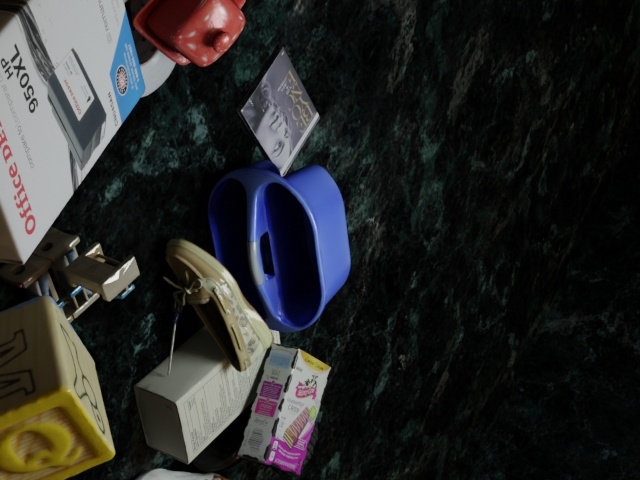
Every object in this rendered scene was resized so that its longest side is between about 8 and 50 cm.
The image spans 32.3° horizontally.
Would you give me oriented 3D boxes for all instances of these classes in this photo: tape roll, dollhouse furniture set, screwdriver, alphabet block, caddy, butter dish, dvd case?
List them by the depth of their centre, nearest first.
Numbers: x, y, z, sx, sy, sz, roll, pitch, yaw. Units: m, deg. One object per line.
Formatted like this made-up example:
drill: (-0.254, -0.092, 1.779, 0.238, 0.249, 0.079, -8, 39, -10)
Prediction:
alphabet block: (-0.436, 0.233, 1.628, 0.193, 0.197, 0.192, -24, 135, -2)
dollhouse furniture set: (-0.383, 0.086, 1.719, 0.129, 0.183, 0.129, -46, 140, -37)
butter dish: (-0.180, -0.337, 1.727, 0.160, 0.118, 0.160, -45, 149, 5)
tape roll: (-0.310, -0.335, 1.737, 0.219, 0.072, 0.219, -33, 132, -48)
screwdriver: (-0.276, 0.167, 2.060, 0.024, 0.025, 0.170, 156, -53, -74)
caddy: (-0.085, 0.008, 2.097, 0.179, 0.241, 0.341, -42, 131, -51)
dvd case: (-0.079, -0.251, 2.198, 0.164, 0.018, 0.221, -60, 147, -21)

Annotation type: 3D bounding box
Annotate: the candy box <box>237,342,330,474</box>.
candy box: (-0.069, 0.339, 2.215, 0.159, 0.071, 0.233, 38, 64, -58)

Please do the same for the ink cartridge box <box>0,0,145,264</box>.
ink cartridge box: (-0.404, -0.205, 1.450, 0.395, 0.166, 0.285, -66, 157, -43)

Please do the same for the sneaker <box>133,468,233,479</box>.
sneaker: (-0.261, 0.492, 2.157, 0.290, 0.123, 0.106, 8, 75, -62)

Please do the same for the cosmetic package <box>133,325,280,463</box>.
cosmetic package: (-0.210, 0.269, 2.157, 0.309, 0.113, 0.160, -39, 135, -42)

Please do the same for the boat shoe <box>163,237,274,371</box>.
boat shoe: (-0.196, 0.117, 2.036, 0.285, 0.104, 0.089, 51, 62, -19)

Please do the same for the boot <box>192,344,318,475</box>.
boot: (-0.128, 0.419, 2.343, 0.348, 0.131, 0.260, -47, 141, -37)
